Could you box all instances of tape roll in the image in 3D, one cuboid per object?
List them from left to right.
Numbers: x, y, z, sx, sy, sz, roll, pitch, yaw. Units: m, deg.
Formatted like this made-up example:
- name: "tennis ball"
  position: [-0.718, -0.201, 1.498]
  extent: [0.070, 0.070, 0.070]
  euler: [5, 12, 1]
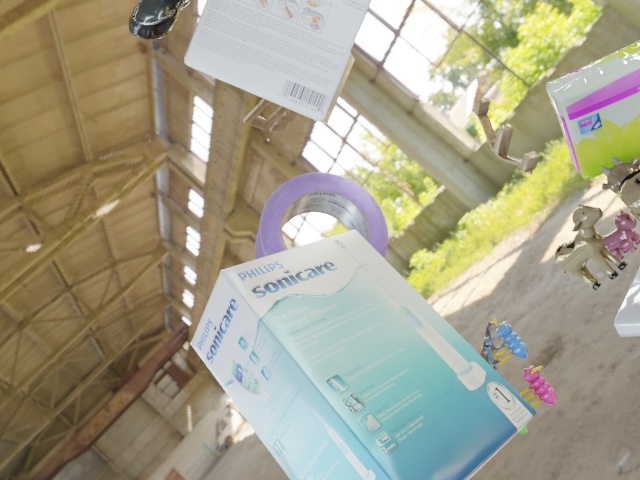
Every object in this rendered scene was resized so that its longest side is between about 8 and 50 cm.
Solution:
- name: "tape roll"
  position: [0.000, 0.000, 0.909]
  extent: [0.189, 0.189, 0.080]
  euler: [-47, -7, -21]

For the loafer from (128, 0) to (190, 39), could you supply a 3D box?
- name: "loafer"
  position: [-0.291, -0.445, 1.129]
  extent: [0.078, 0.076, 0.223]
  euler: [116, 174, -46]

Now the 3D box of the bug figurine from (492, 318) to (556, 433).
- name: "bug figurine"
  position: [0.380, 0.282, 1.275]
  extent: [0.278, 0.216, 0.072]
  euler: [-22, -27, -39]

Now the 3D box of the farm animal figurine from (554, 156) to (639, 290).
- name: "farm animal figurine"
  position: [0.601, -0.072, 1.188]
  extent: [0.330, 0.172, 0.327]
  euler: [-45, -9, 1]

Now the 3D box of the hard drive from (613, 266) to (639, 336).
- name: "hard drive"
  position: [0.778, 0.092, 1.177]
  extent: [0.353, 0.047, 0.233]
  euler: [-14, 23, 50]

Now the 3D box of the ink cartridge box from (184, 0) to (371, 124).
- name: "ink cartridge box"
  position: [-0.073, -0.396, 1.151]
  extent: [0.066, 0.296, 0.261]
  euler: [-33, -33, -79]

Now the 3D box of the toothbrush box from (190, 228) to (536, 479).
- name: "toothbrush box"
  position: [0.040, 0.144, 0.650]
  extent: [0.216, 0.295, 0.126]
  euler: [-18, -33, -45]

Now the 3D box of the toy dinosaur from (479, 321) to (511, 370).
- name: "toy dinosaur"
  position: [0.291, 0.183, 1.070]
  extent: [0.090, 0.082, 0.047]
  euler: [-16, -45, 3]

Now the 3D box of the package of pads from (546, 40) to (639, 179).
- name: "package of pads"
  position: [0.641, -0.274, 1.246]
  extent: [0.296, 0.229, 0.101]
  euler: [-23, 35, 17]

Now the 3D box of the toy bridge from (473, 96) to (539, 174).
- name: "toy bridge"
  position: [0.335, -0.183, 1.124]
  extent: [0.026, 0.188, 0.063]
  euler: [-15, -39, -12]

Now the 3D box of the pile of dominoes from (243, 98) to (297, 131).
- name: "pile of dominoes"
  position: [-0.080, -0.389, 1.604]
  extent: [0.251, 0.040, 0.196]
  euler: [-42, -16, 14]
